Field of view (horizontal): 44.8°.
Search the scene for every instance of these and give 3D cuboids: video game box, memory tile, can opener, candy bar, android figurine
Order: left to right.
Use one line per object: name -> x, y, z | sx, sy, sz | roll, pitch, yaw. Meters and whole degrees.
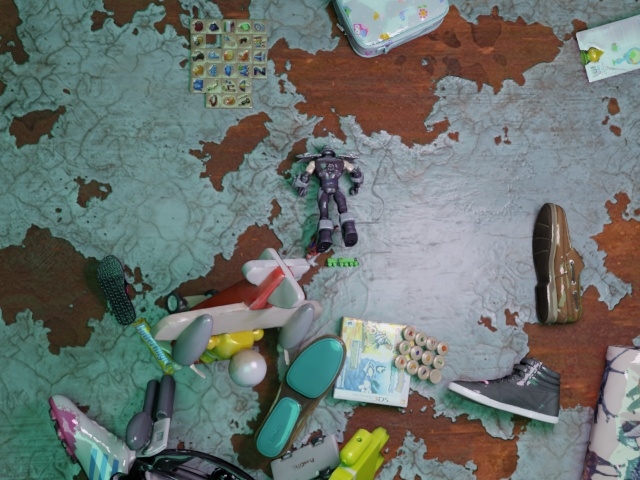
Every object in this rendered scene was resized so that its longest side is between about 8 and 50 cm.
can opener -> -0.380, 0.392, 1.777 | 0.074, 0.280, 0.093 | -19, 111, 4
candy bar -> -0.409, 0.262, 1.916 | 0.040, 0.018, 0.161 | -35, 88, -6
android figurine -> 0.068, 0.556, 1.799 | 0.056, 0.248, 0.273 | 26, 42, 25
video game box -> 0.133, 0.302, 1.933 | 0.187, 0.048, 0.205 | 8, 84, -6
memory tile -> 0.252, 0.285, 1.926 | 0.148, 0.012, 0.113 | 26, 77, -25

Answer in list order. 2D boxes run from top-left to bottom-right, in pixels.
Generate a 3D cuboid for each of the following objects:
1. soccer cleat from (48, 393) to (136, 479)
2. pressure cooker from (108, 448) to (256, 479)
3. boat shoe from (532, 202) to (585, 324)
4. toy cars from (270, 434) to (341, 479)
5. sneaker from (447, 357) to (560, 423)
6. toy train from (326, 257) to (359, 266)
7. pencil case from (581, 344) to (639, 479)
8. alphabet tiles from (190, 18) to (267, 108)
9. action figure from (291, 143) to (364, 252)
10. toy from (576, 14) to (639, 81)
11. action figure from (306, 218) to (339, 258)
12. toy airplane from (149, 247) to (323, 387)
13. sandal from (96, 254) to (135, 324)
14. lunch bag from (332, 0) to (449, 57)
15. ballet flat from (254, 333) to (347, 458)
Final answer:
soccer cleat -> -0.527, 0.497, 1.851 | 0.143, 0.116, 0.331 | -27, 89, -22
pressure cooker -> -0.300, 0.676, 1.701 | 0.370, 0.376, 0.420 | 29, 86, -39
boat shoe -> 0.606, 0.058, 1.964 | 0.105, 0.111, 0.307 | -1, 94, -7
toy cars -> -0.070, 0.634, 1.861 | 0.177, 0.087, 0.393 | 24, 81, 39
sneaker -> 0.463, 0.350, 1.925 | 0.296, 0.104, 0.146 | 15, 82, -8
toy train -> 0.057, 0.055, 1.967 | 0.083, 0.017, 0.023 | -1, 74, -4
pencil case -> 0.763, 0.449, 1.899 | 0.184, 0.160, 0.410 | 13, 83, 7
alphabet tiles -> -0.236, -0.456, 2.004 | 0.198, 0.009, 0.237 | 0, 85, -4
action figure -> 0.023, -0.119, 1.939 | 0.186, 0.099, 0.284 | -5, 67, -1
toy -> 0.803, -0.511, 2.052 | 0.237, 0.056, 0.136 | -15, 89, 0
action figure -> 0.000, 0.000, 1.964 | 0.038, 0.030, 0.115 | 37, 85, -4
toy airplane -> -0.169, 0.192, 1.756 | 0.386, 0.384, 0.272 | -15, 75, -7
sandal -> -0.504, 0.122, 1.918 | 0.067, 0.040, 0.179 | -15, 100, 0
lunch bag -> 0.175, -0.604, 1.994 | 0.279, 0.108, 0.224 | -24, 91, -4
ballet flat -> -0.042, 0.369, 1.871 | 0.116, 0.124, 0.342 | 29, 94, 10
